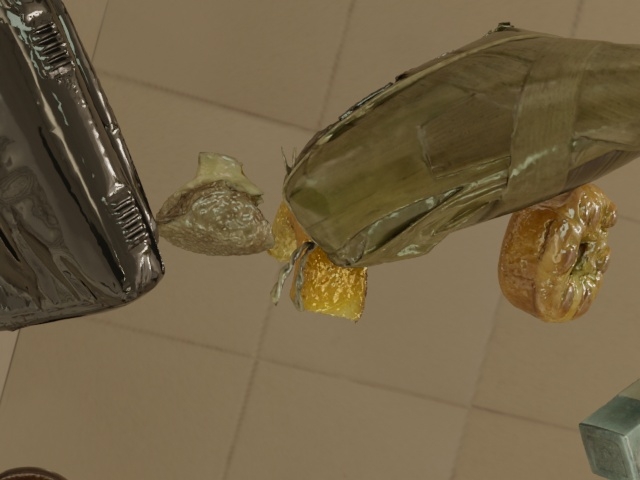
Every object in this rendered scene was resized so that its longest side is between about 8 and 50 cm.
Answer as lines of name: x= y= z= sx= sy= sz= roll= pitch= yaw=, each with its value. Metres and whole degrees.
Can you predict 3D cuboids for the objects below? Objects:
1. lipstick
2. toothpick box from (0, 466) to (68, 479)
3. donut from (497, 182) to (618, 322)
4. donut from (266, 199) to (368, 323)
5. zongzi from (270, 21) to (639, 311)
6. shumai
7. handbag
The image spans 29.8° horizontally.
lipstick: x=0.415 y=0.153 z=1.305 sx=0.317 sy=0.068 sz=0.066 roll=-29 pitch=110 yaw=-28
toothpick box: x=-0.439 y=0.456 z=1.775 sx=0.192 sy=0.294 sz=0.192 roll=-2 pitch=99 yaw=-9
donut: x=0.357 y=0.013 z=1.806 sx=0.227 sy=0.114 sz=0.226 roll=-32 pitch=131 yaw=-45
donut: x=0.000 y=-0.006 z=1.713 sx=0.101 sy=0.259 sz=0.152 roll=7 pitch=110 yaw=-17
zongzi: x=0.162 y=-0.094 z=1.401 sx=0.500 sy=0.467 sz=0.218 roll=-30 pitch=100 yaw=-12
shumai: x=-0.123 y=-0.046 z=1.416 sx=0.146 sy=0.145 sz=0.116 roll=13 pitch=73 yaw=-13
handbag: x=-0.259 y=-0.062 z=0.956 sx=0.244 sy=0.088 sz=0.275 roll=-12 pitch=111 yaw=32
